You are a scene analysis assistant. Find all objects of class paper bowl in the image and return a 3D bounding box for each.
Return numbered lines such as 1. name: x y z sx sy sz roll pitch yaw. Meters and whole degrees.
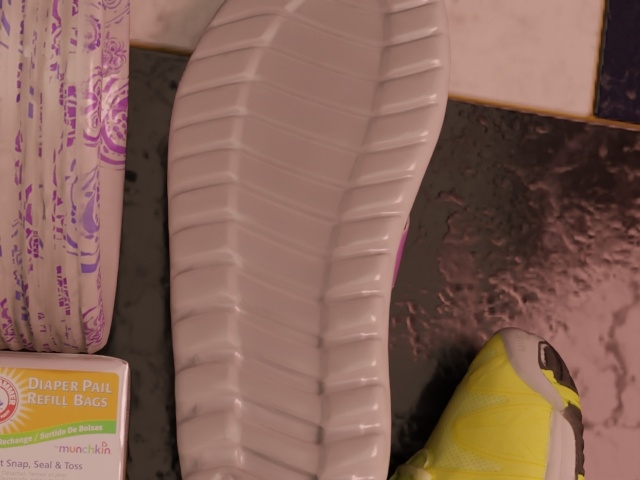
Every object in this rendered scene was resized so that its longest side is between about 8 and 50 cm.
1. paper bowl: -0.185 -0.081 0.884 0.148 0.284 0.284 2 82 -3

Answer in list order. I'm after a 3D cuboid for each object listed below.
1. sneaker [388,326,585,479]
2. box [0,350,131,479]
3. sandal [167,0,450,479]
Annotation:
1. sneaker: 0.041 0.223 0.945 0.147 0.145 0.384 24 79 -4
2. box: -0.169 0.169 0.938 0.103 0.114 0.203 3 84 -5
3. sandal: -0.015 -0.002 0.991 0.169 0.102 0.416 7 71 9
